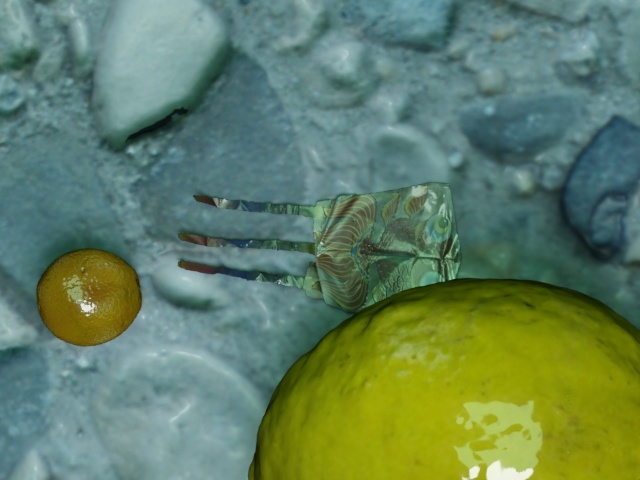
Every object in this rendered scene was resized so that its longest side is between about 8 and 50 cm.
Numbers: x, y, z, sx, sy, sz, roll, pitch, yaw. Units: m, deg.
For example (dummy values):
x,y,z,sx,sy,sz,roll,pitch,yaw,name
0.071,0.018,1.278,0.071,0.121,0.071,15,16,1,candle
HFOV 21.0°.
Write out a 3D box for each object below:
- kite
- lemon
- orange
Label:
x,y,z,sx,sy,sz,roll,pitch,yaw,name
0.000,0.001,1.397,0.229,0.016,0.127,9,71,6,kite
0.101,0.155,1.197,0.316,0.285,0.285,14,75,11,lemon
-0.183,0.044,1.372,0.085,0.085,0.085,-2,73,6,orange
